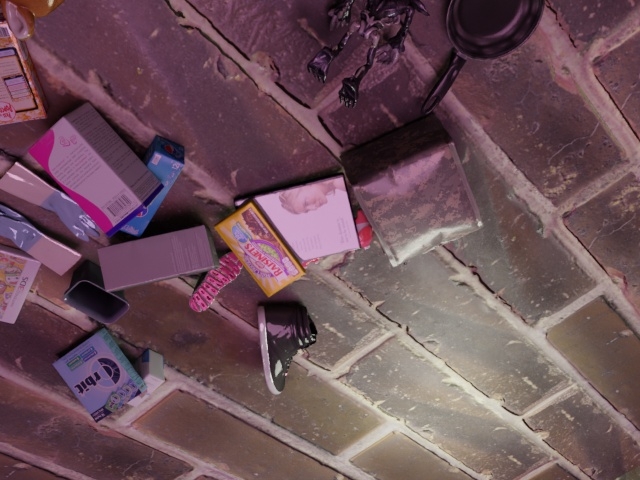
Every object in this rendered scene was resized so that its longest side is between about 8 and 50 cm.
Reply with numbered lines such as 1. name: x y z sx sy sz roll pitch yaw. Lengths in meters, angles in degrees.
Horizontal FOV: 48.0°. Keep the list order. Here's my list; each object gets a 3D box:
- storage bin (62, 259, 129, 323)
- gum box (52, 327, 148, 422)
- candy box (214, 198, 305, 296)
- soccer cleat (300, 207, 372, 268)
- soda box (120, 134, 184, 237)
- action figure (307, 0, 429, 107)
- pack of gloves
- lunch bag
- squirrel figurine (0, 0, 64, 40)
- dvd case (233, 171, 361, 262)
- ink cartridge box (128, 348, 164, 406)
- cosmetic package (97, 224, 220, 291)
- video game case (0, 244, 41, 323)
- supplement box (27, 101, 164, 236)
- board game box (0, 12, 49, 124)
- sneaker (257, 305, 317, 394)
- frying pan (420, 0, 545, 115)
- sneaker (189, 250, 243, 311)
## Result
1. storage bin: -0.508 0.115 1.630 0.098 0.091 0.135 -40 125 19
2. gum box: -0.542 0.333 1.772 0.157 0.041 0.184 -34 94 15
3. candy box: -0.133 0.019 1.597 0.105 0.027 0.206 -33 106 13
4. soccer cleat: 0.000 0.000 1.676 0.247 0.083 0.095 -16 101 6
5. soda box: -0.359 -0.110 1.493 0.067 0.071 0.210 24 120 -27
6. action figure: 0.086 -0.390 1.328 0.164 0.141 0.276 35 76 -5
7. pack of gloves: -0.587 -0.050 1.522 0.195 0.046 0.232 -37 121 25
8. lunch bag: 0.209 -0.094 1.578 0.235 0.169 0.287 -25 125 6
9. squirrel figurine: -0.571 -0.468 1.074 0.396 0.281 0.370 -23 142 24
10. dvd case: -0.050 -0.038 1.605 0.252 0.022 0.181 -13 109 4
11. ink cartridge box: -0.456 0.351 1.835 0.122 0.089 0.052 -42 127 20
12. cosmetic package: -0.350 0.040 1.567 0.237 0.127 0.107 -15 88 -1
13. video game case: -0.760 0.082 1.587 0.226 0.026 0.206 20 121 -26
14. supplement box: -0.426 -0.136 1.379 0.111 0.114 0.220 -33 107 23
15. board game box: -0.596 -0.302 1.300 0.146 0.045 0.194 -10 130 -5
16. sneaker: -0.076 0.286 1.858 0.146 0.105 0.296 -6 125 -2
17. frying pan: 0.325 -0.396 1.435 0.197 0.053 0.326 1 130 -14
18. sneaker: -0.247 0.089 1.693 0.063 0.075 0.170 39 90 -16
